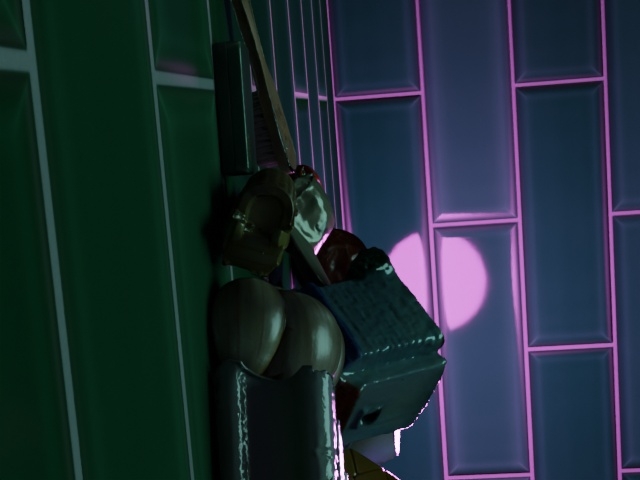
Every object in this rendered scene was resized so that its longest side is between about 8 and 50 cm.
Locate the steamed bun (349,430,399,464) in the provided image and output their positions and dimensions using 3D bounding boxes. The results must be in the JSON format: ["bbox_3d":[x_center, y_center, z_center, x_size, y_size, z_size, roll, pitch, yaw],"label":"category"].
[{"bbox_3d":[0.062,0.329,2.063,0.324,0.206,0.324,-3,90,-82],"label":"steamed bun"}]

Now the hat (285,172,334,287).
[{"bbox_3d":[0.000,0.000,1.818,0.245,0.149,0.214,47,-12,21],"label":"hat"}]

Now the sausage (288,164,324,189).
[{"bbox_3d":[-0.028,-0.106,2.131,0.274,0.074,0.074,64,23,-74],"label":"sausage"}]

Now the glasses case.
[{"bbox_3d":[-0.120,-0.184,1.365,0.078,0.039,0.184,-30,117,-84],"label":"glasses case"}]

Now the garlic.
[{"bbox_3d":[-0.049,0.137,1.272,0.214,0.160,0.191,80,2,-71],"label":"garlic"}]

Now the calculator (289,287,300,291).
[{"bbox_3d":[-0.048,0.181,1.844,0.246,0.045,0.141,-74,160,-74],"label":"calculator"}]

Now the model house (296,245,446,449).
[{"bbox_3d":[-0.001,0.220,1.606,0.252,0.329,0.295,50,-40,29],"label":"model house"}]

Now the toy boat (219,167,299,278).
[{"bbox_3d":[-0.077,-0.038,1.324,0.310,0.089,0.115,-80,-174,-75],"label":"toy boat"}]

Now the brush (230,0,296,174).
[{"bbox_3d":[-0.109,-0.255,1.506,0.070,0.065,0.327,-63,140,-68],"label":"brush"}]

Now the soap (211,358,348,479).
[{"bbox_3d":[-0.038,0.302,1.266,0.258,0.159,0.302,28,61,-80],"label":"soap"}]

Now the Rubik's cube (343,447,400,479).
[{"bbox_3d":[0.022,0.555,1.892,0.254,0.254,0.254,-4,90,-85],"label":"Rubik's cube"}]

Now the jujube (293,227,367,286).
[{"bbox_3d":[0.020,0.051,2.106,0.236,0.168,0.168,178,-92,-79],"label":"jujube"}]
